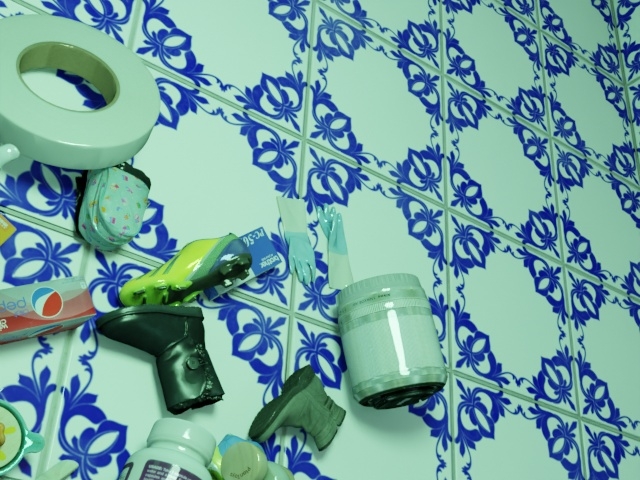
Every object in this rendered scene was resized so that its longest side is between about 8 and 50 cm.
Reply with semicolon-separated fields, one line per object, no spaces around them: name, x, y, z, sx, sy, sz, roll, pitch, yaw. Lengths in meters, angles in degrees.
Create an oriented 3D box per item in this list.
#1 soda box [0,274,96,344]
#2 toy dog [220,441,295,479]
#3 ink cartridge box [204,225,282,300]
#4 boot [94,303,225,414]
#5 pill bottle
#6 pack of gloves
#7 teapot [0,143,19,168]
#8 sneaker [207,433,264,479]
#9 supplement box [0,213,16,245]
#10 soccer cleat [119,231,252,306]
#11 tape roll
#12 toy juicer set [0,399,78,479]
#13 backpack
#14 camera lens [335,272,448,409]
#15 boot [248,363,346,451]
soda box;-0.545;0.133;1.598;0.263;0.092;0.083;-11;76;-43
toy dog;-0.116;0.530;1.578;0.220;0.161;0.333;11;89;-56
ink cartridge box;-0.186;0.049;1.979;0.207;0.046;0.097;-28;87;-45
boot;-0.307;0.234;1.741;0.246;0.094;0.207;5;60;-45
pill bottle;-0.287;0.475;1.574;0.169;0.169;0.301;35;50;-21
pack of gloves;0.000;0.000;2.163;0.195;0.046;0.232;8;62;-38
teapot;-0.687;-0.100;1.500;0.256;0.252;0.187;32;11;-26
sneaker;-0.121;0.474;1.770;0.240;0.091;0.126;44;46;-12
supplement box;-0.649;0.036;1.577;0.078;0.080;0.233;45;44;-14
soccer cleat;-0.282;0.063;1.842;0.289;0.093;0.121;-19;53;-22
tape roll;-0.516;-0.307;1.806;0.392;0.072;0.392;18;44;-18
toy juicer set;-0.569;0.355;1.460;0.329;0.089;0.209;41;47;-16
backpack;-0.421;-0.072;1.801;0.152;0.115;0.182;27;55;-30
camera lens;0.161;0.236;2.044;0.219;0.219;0.274;5;64;-38
boot;-0.035;0.386;1.892;0.161;0.083;0.246;53;39;-5
